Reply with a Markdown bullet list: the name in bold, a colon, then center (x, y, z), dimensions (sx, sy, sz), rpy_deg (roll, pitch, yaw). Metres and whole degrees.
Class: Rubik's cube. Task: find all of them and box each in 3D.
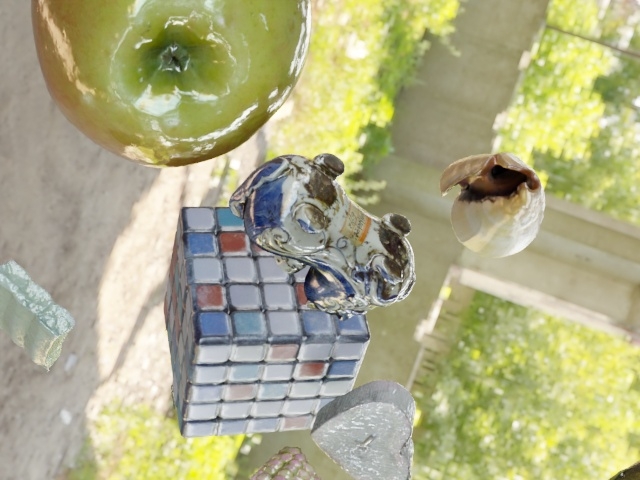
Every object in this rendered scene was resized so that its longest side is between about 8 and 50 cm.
- **Rubik's cube**: center (-0.101, 0.136, 1.887), dimensions (0.287, 0.293, 0.292), rpy_deg (106, -21, -48)

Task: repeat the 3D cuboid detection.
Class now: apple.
- **apple**: center (-0.172, -0.244, 1.341), dimensions (0.305, 0.338, 0.339), rpy_deg (46, -57, 59)

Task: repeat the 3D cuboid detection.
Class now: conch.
- **conch**: center (0.263, -0.066, 1.562), dimensions (0.127, 0.158, 0.255), rpy_deg (-33, 178, -20)

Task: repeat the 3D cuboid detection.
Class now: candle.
- **candle**: center (0.070, 0.308, 1.784), dimensions (0.068, 0.168, 0.192), rpy_deg (-65, 160, -56)

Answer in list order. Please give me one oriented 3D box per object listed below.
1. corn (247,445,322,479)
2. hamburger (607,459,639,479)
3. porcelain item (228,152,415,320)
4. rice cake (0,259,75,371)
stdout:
- **corn**: center (-0.111, 0.426, 1.601), dimensions (0.335, 0.126, 0.127), rpy_deg (-46, 156, -51)
- **hamburger**: center (0.596, 0.500, 1.917), dimensions (0.134, 0.284, 0.266), rpy_deg (-11, -90, 59)
- **porcelain item**: center (0.000, 0.000, 1.567), dimensions (0.186, 0.288, 0.138), rpy_deg (-29, -145, 42)
- **rice cake**: center (-0.375, 0.098, 1.422), dimensions (0.043, 0.127, 0.237), rpy_deg (-45, 178, -24)
